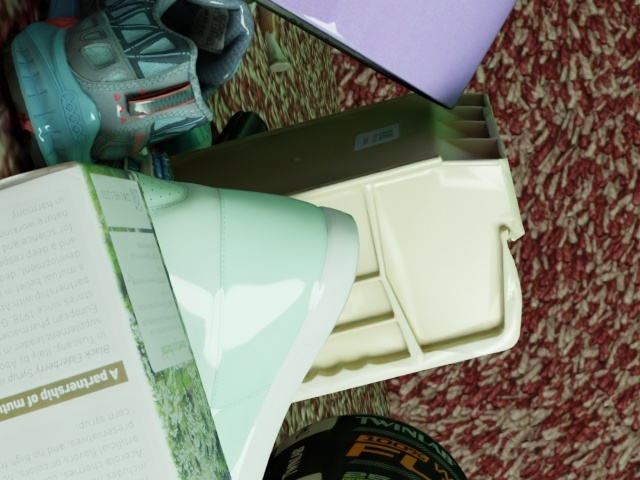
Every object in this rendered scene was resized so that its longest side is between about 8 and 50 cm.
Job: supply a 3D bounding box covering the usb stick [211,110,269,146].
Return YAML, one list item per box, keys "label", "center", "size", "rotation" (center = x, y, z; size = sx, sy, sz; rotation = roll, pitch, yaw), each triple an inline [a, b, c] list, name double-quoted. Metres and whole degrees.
- label: "usb stick"
  center: [-0.074, -0.056, 1.260]
  size: [0.278, 0.045, 0.077]
  rotation: [-76, 149, -74]

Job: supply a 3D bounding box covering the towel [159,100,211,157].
- label: "towel"
  center: [-0.141, -0.274, 1.105]
  size: [0.271, 0.040, 0.370]
  rotation: [-92, 170, -56]

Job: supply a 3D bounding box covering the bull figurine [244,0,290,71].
- label: "bull figurine"
  center: [-0.063, -0.289, 1.332]
  size: [0.310, 0.101, 0.188]
  rotation: [105, -21, -72]

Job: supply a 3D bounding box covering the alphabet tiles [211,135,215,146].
- label: "alphabet tiles"
  center: [-0.086, 0.004, 1.289]
  size: [0.237, 0.009, 0.198]
  rotation: [68, 13, -59]

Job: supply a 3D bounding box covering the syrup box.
- label: "syrup box"
  center: [-0.092, 0.094, 0.575]
  size: [0.093, 0.096, 0.237]
  rotation: [-1, 74, -83]

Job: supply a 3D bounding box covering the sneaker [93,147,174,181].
- label: "sneaker"
  center: [-0.124, -0.033, 0.833]
  size: [0.135, 0.058, 0.052]
  rotation: [-159, -122, -70]

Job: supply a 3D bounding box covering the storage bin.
- label: "storage bin"
  center: [0.000, 0.000, 0.949]
  size: [0.262, 0.260, 0.123]
  rotation: [-75, 150, -75]

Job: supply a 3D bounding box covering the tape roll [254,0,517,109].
- label: "tape roll"
  center: [-0.013, -0.187, 0.909]
  size: [0.090, 0.274, 0.275]
  rotation: [-61, 176, 5]

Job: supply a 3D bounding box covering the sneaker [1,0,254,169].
- label: "sneaker"
  center: [-0.097, -0.114, 0.849]
  size: [0.262, 0.125, 0.104]
  rotation: [-89, 168, -60]

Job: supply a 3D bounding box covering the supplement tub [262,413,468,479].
- label: "supplement tub"
  center: [0.026, 0.245, 1.070]
  size: [0.316, 0.193, 0.194]
  rotation: [-68, 148, -79]

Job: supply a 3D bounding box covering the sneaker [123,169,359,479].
- label: "sneaker"
  center: [-0.096, 0.076, 0.767]
  size: [0.094, 0.151, 0.256]
  rotation: [-110, -140, -62]
